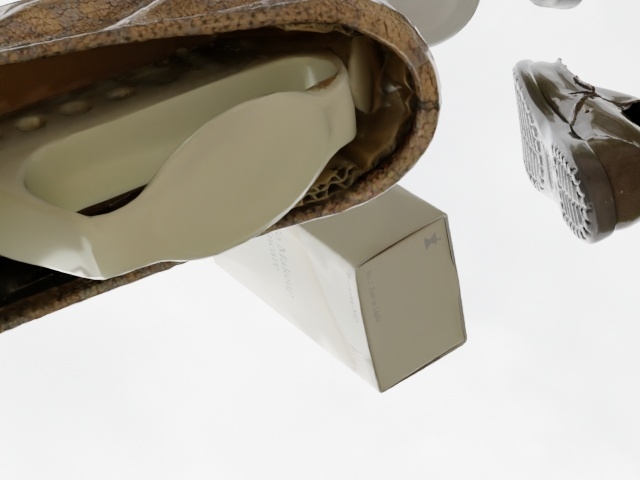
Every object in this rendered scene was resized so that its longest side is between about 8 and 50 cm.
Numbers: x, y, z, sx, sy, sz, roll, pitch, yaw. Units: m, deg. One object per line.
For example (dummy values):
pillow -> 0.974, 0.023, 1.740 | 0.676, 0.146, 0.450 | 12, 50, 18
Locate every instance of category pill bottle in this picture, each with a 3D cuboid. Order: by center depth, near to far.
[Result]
pill bottle -> 0.068, -0.283, 1.333 | 0.124, 0.124, 0.221 | 12, -144, -20

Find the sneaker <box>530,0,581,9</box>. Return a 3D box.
sneaker -> 0.081, -0.136, 0.589 | 0.089, 0.170, 0.051 | 8, -93, -7

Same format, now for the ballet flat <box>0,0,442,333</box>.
ballet flat -> -0.102, -0.012, 0.393 | 0.316, 0.106, 0.107 | -24, -54, -21

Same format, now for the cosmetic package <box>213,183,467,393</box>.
cosmetic package -> 0.000, 0.000, 1.425 | 0.113, 0.309, 0.160 | -28, -53, -22

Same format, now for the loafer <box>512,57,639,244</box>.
loafer -> 0.301, -0.105, 1.577 | 0.130, 0.366, 0.133 | -12, -61, -1
